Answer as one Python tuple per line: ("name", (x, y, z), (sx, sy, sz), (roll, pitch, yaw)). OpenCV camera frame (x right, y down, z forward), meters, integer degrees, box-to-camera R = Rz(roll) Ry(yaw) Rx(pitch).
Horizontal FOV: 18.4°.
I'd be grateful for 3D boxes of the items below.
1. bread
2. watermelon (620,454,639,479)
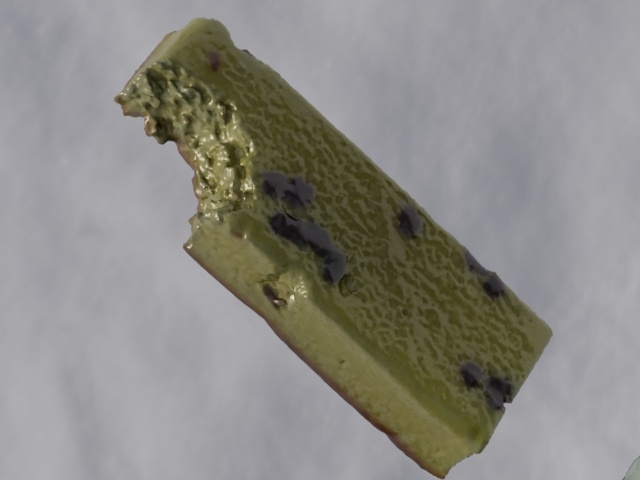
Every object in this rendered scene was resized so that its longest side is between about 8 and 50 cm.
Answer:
("bread", (0.000, 0.000, 0.886), (0.226, 0.088, 0.049), (42, 144, -6))
("watermelon", (0.257, 0.142, 0.750), (0.260, 0.256, 0.176), (-5, 86, -3))
